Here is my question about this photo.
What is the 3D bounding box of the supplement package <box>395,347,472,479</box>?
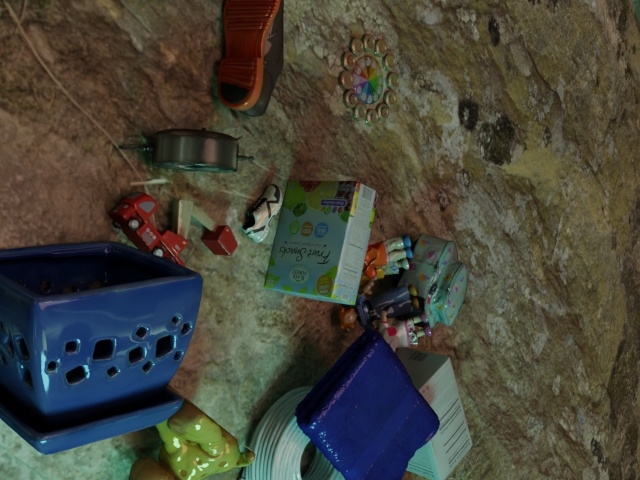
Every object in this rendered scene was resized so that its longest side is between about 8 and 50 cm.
[{"bbox_3d":[0.218,0.375,1.583,0.134,0.139,0.244,-36,120,-37],"label":"supplement package"}]

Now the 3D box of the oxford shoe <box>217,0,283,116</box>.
[{"bbox_3d":[-0.105,-0.342,1.228,0.098,0.097,0.271,18,84,-66],"label":"oxford shoe"}]

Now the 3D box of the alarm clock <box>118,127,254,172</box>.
[{"bbox_3d":[-0.207,-0.138,1.104,0.192,0.129,0.064,0,93,-26],"label":"alarm clock"}]

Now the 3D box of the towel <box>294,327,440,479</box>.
[{"bbox_3d":[0.089,0.332,1.350,0.227,0.076,0.308,-49,129,-21],"label":"towel"}]

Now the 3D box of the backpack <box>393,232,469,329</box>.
[{"bbox_3d":[0.242,0.085,1.570,0.166,0.144,0.188,56,47,-59],"label":"backpack"}]

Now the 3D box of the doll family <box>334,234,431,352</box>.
[{"bbox_3d":[0.106,0.107,1.444,0.163,0.118,0.263,-16,100,-9],"label":"doll family"}]

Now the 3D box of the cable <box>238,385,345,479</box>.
[{"bbox_3d":[-0.028,0.405,1.363,0.257,0.089,0.257,18,81,-46],"label":"cable"}]

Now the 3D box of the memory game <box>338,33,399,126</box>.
[{"bbox_3d":[0.102,-0.328,1.488,0.186,0.012,0.186,-6,98,-46],"label":"memory game"}]

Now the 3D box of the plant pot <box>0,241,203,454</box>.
[{"bbox_3d":[-0.312,0.131,0.945,0.236,0.236,0.212,-6,105,-45],"label":"plant pot"}]

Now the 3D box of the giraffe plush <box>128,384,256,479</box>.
[{"bbox_3d":[-0.221,0.340,1.109,0.210,0.181,0.170,44,74,-20],"label":"giraffe plush"}]

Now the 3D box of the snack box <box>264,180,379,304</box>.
[{"bbox_3d":[0.000,0.000,1.293,0.070,0.174,0.207,18,80,-44],"label":"snack box"}]

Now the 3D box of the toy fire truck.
[{"bbox_3d":[-0.226,-0.018,1.146,0.135,0.047,0.192,-54,128,-29],"label":"toy fire truck"}]

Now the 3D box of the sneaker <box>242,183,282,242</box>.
[{"bbox_3d":[-0.101,-0.052,1.279,0.044,0.040,0.109,34,69,-41],"label":"sneaker"}]
